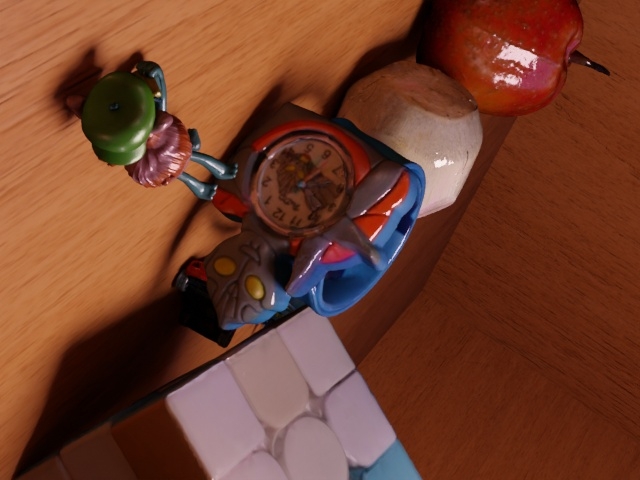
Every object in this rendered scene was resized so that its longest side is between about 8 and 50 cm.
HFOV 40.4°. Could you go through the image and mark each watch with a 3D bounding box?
[{"bbox_3d":[0.000,0.000,1.131,0.305,0.241,0.274,-56,158,6],"label":"watch"}]

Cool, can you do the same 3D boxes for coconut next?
[{"bbox_3d":[0.123,-0.142,1.322,0.227,0.227,0.230,-40,160,-48],"label":"coconut"}]

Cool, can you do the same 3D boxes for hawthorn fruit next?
[{"bbox_3d":[0.314,-0.309,1.388,0.254,0.300,0.254,90,26,-59],"label":"hawthorn fruit"}]

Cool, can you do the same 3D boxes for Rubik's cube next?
[{"bbox_3d":[-0.119,0.337,1.156,0.344,0.346,0.347,-31,176,33],"label":"Rubik's cube"}]

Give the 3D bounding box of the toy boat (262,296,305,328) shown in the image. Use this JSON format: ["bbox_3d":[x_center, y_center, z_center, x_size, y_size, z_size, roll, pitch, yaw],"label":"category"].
[{"bbox_3d":[-0.071,0.144,1.646,0.103,0.093,0.246,-58,169,-19],"label":"toy boat"}]

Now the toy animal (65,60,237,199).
[{"bbox_3d":[-0.147,-0.101,0.789,0.208,0.100,0.103,31,72,-68],"label":"toy animal"}]

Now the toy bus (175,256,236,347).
[{"bbox_3d":[-0.148,0.078,1.244,0.089,0.081,0.195,-58,170,-28],"label":"toy bus"}]
